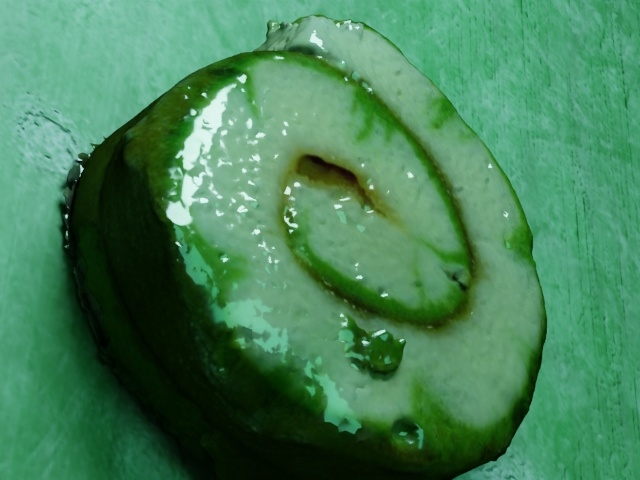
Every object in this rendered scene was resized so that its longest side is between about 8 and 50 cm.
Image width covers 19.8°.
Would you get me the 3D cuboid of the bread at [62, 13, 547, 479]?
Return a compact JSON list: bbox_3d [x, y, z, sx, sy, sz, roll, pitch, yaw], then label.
[{"bbox_3d":[0.000,0.000,1.266,0.366,0.129,0.382,20,49,-38],"label":"bread"}]
